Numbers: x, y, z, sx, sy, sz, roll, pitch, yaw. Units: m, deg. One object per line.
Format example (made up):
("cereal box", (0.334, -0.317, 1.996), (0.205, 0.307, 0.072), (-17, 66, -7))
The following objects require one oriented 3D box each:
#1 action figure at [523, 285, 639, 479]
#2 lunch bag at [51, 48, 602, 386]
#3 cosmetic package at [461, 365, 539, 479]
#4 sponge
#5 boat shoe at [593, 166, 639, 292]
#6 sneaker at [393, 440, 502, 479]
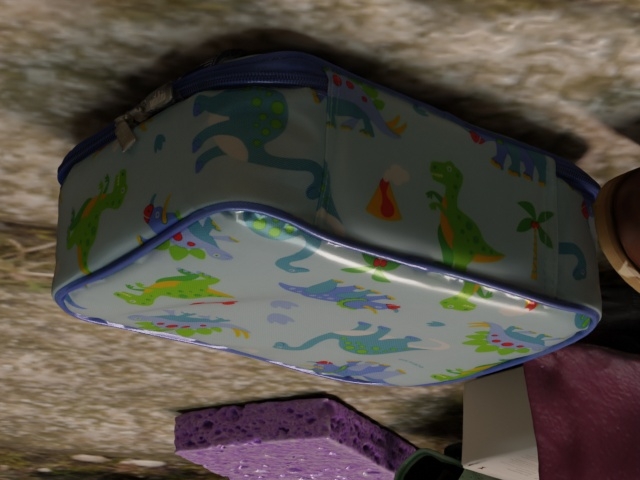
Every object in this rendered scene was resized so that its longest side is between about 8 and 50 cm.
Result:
("action figure", (0.198, 0.209, 1.077), (0.275, 0.370, 0.248), (-4, -163, -24))
("lunch bag", (0.000, 0.000, 0.885), (0.219, 0.090, 0.176), (16, 154, -32))
("cosmetic package", (0.205, 0.129, 1.235), (0.239, 0.060, 0.099), (20, 150, -37))
("sponge", (0.002, 0.153, 1.357), (0.117, 0.031, 0.210), (-9, 156, 26))
("boat shoe", (0.214, -0.001, 0.894), (0.207, 0.073, 0.073), (10, 157, -37))
("sneaker", (0.122, 0.177, 1.355), (0.151, 0.094, 0.256), (33, 177, -1))
